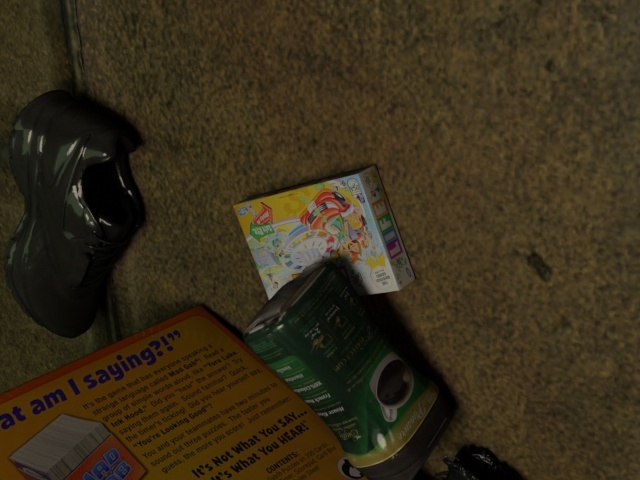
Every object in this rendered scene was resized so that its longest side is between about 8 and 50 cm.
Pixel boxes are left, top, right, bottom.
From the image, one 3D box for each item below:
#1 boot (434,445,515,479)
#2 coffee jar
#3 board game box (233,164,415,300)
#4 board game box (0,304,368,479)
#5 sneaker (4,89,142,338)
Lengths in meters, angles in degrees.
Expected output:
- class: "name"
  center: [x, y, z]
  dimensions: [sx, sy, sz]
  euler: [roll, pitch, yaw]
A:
- class: "boot"
  center: [0.146, 0.240, 0.797]
  dimensions: [0.121, 0.045, 0.099]
  euler: [36, 130, 27]
- class: "coffee jar"
  center: [0.027, 0.114, 0.779]
  dimensions: [0.184, 0.096, 0.079]
  euler: [50, 140, -9]
- class: "board game box"
  center: [0.000, 0.000, 0.815]
  dimensions: [0.154, 0.026, 0.103]
  euler: [-12, 103, 43]
- class: "board game box"
  center: [-0.155, 0.347, 0.864]
  dimensions: [0.356, 0.356, 0.356]
  euler: [37, 131, 30]
- class: "sneaker"
  center: [-0.253, -0.007, 0.980]
  dimensions: [0.130, 0.109, 0.286]
  euler: [23, 126, 23]
